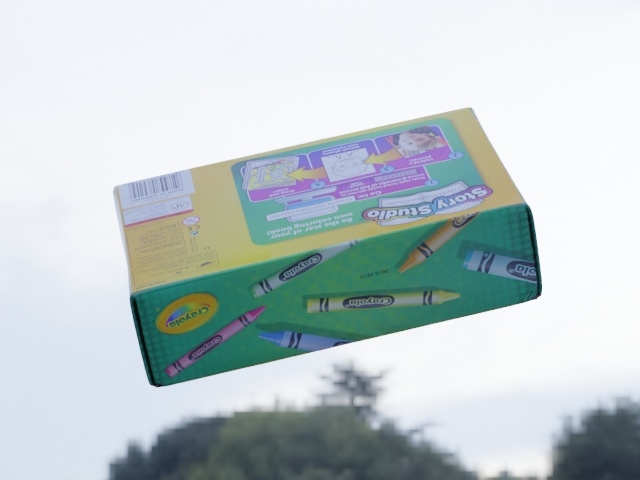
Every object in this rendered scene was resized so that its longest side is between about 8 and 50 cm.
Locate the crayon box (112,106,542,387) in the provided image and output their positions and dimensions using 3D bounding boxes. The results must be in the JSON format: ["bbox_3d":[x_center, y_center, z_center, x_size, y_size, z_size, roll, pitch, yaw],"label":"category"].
[{"bbox_3d":[0.000,0.000,1.357,0.278,0.081,0.165,-13,29,-4],"label":"crayon box"}]
